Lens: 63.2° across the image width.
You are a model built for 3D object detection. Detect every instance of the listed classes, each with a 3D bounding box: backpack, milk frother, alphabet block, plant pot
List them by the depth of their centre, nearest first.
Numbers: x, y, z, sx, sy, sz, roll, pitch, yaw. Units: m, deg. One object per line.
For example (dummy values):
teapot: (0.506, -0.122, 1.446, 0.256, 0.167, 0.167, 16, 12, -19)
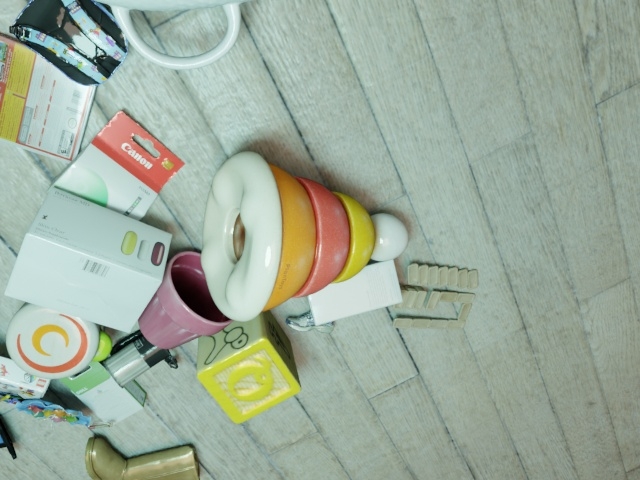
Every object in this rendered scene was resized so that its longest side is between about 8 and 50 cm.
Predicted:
backpack: (-0.446, -0.384, 0.967, 0.173, 0.117, 0.158, 40, 102, -24)
plant pot: (-0.320, 0.154, 1.216, 0.201, 0.201, 0.180, 39, 118, -24)
milk frother: (-0.434, 0.302, 1.277, 0.134, 0.129, 0.143, -33, 111, -17)
alphabet block: (-0.180, 0.291, 1.291, 0.192, 0.197, 0.193, -29, 117, 4)

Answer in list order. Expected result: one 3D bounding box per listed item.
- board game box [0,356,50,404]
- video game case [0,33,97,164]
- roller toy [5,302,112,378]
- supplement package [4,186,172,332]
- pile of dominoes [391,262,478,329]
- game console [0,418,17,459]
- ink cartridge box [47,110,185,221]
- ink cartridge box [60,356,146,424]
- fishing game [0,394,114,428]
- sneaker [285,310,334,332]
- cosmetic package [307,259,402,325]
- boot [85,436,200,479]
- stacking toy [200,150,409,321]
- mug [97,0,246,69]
board game box: (-0.796, 0.306, 1.205, 0.305, 0.053, 0.193, 26, 141, -21)
video game case: (-0.609, -0.291, 1.031, 0.285, 0.025, 0.204, 19, 110, -19)
roller toy: (-0.601, 0.202, 1.196, 0.191, 0.146, 0.209, -26, 109, -6)
supplement package: (-0.483, 0.048, 1.101, 0.261, 0.145, 0.204, 24, 127, -24)
pile of dominoes: (0.309, 0.150, 1.425, 0.251, 0.040, 0.196, 5, 113, -23)
game console: (-0.844, 0.506, 1.334, 0.071, 0.107, 0.122, -24, 122, -31)
ink cartridge box: (-0.431, -0.133, 1.113, 0.224, 0.056, 0.181, -41, 124, 11)
ink cartridge box: (-0.554, 0.370, 1.329, 0.109, 0.062, 0.209, -29, 117, 4)
fishing game: (-0.654, 0.433, 1.274, 0.189, 0.041, 0.264, -22, 137, 38)
sneaker: (-0.026, 0.205, 1.371, 0.135, 0.052, 0.058, 6, 104, -22)
cosmetic package: (0.080, 0.124, 1.313, 0.231, 0.085, 0.117, -13, 95, -3)
boot: (-0.487, 0.609, 1.447, 0.269, 0.089, 0.236, -8, 126, -8)
stacking toy: (0.000, 0.000, 1.177, 0.479, 0.350, 0.351, 3, 115, -32)
mug: (-0.256, -0.479, 0.873, 0.327, 0.276, 0.374, -12, 120, -6)
